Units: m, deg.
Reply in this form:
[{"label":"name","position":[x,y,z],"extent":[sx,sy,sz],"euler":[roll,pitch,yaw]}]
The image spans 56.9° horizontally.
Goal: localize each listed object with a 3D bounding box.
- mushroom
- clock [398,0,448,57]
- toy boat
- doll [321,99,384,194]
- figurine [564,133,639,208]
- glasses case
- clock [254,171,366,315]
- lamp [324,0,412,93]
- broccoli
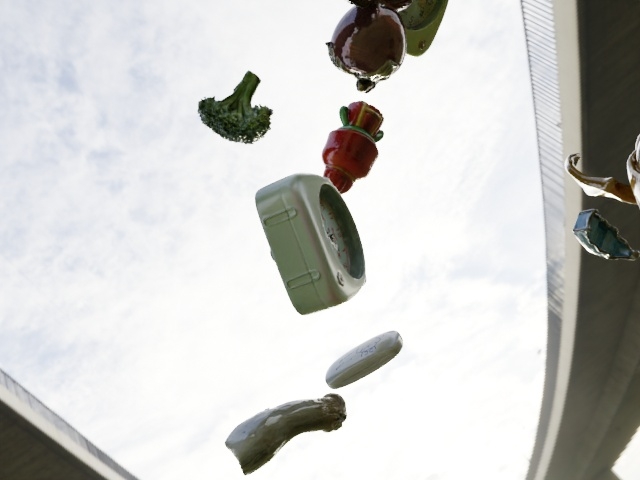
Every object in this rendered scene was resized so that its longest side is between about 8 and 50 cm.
[{"label":"mushroom","position":[-0.055,0.325,1.030],"extent":[0.223,0.092,0.081],"euler":[-21,0,-27]},{"label":"clock","position":[0.221,-0.625,1.454],"extent":[0.235,0.096,0.308],"euler":[11,-71,-41]},{"label":"toy boat","position":[0.675,-0.004,1.392],"extent":[0.185,0.077,0.075],"euler":[36,-105,-29]},{"label":"doll","position":[0.097,-0.282,1.917],"extent":[0.183,0.160,0.363],"euler":[32,-103,-29]},{"label":"figurine","position":[0.686,-0.074,1.077],"extent":[0.268,0.401,0.387],"euler":[-45,-4,25]},{"label":"glasses case","position":[0.092,0.255,1.266],"extent":[0.197,0.076,0.049],"euler":[-34,-74,20]},{"label":"clock","position":[0.000,0.000,1.214],"extent":[0.109,0.265,0.324],"euler":[-22,-2,19]},{"label":"lamp","position":[0.086,-0.408,1.158],"extent":[0.215,0.151,0.223],"euler":[-7,-82,-55]},{"label":"broccoli","position":[-0.211,-0.349,1.545],"extent":[0.194,0.220,0.194],"euler":[-46,-28,-33]}]
